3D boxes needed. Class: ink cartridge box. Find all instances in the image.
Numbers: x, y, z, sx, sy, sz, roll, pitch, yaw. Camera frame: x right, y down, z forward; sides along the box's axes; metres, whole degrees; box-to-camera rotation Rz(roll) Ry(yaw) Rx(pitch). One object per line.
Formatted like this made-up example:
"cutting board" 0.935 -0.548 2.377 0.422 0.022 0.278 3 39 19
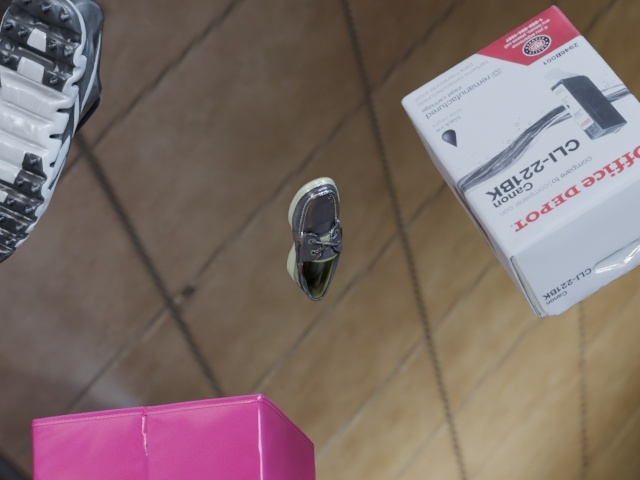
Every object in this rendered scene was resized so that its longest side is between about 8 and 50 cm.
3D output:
"ink cartridge box" 0.233 -0.083 1.721 0.197 0.273 0.114 -32 136 2

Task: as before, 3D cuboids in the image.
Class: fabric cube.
"fabric cube" -0.146 0.326 1.786 0.254 0.259 0.258 56 29 -68

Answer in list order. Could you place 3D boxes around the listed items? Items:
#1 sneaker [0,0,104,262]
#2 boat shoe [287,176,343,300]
"sneaker" -0.213 -0.087 1.276 0.234 0.078 0.106 -68 170 24
"boat shoe" 0.000 0.000 1.639 0.056 0.049 0.152 -20 146 -16
